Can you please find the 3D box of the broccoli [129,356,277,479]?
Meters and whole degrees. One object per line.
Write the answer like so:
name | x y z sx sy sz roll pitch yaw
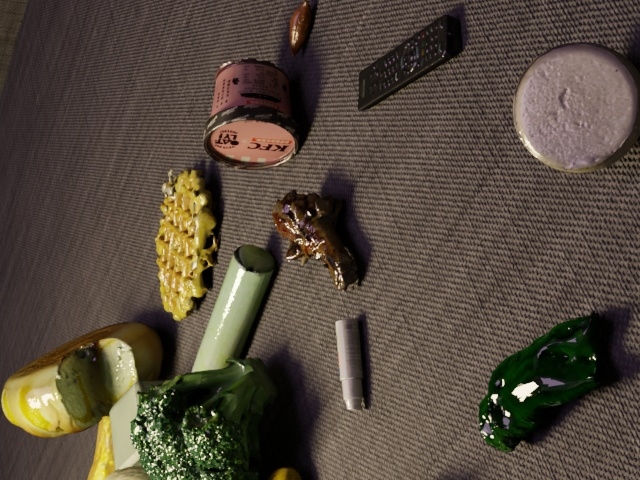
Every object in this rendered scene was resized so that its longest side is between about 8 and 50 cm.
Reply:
broccoli | -0.169 0.303 2.010 0.245 0.265 0.294 -45 22 9

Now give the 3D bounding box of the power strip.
power strip | -0.309 0.357 2.347 0.224 0.140 0.139 -44 50 53

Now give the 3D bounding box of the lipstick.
lipstick | -0.153 0.141 2.137 0.076 0.076 0.304 62 139 46

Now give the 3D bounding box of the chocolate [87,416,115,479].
chocolate | -0.394 0.552 2.505 0.162 0.162 0.445 -32 54 58

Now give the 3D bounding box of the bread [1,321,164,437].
bread | -0.460 0.279 2.482 0.333 0.333 0.160 -6 107 63

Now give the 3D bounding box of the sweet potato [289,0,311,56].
sweet potato | -0.033 -0.338 2.002 0.034 0.034 0.095 53 132 52

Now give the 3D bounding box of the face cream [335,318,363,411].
face cream | 0.043 0.178 1.789 0.034 0.034 0.130 -32 59 58

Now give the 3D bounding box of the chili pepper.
chili pepper | 0.239 0.152 1.375 0.224 0.061 0.098 124 147 -48

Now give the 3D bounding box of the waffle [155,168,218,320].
waffle | -0.255 0.007 2.376 0.280 0.060 0.262 -51 47 51

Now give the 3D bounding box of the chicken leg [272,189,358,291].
chicken leg | 0.000 -0.008 1.863 0.196 0.080 0.125 25 119 54

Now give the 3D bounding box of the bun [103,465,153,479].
bun | -0.268 0.557 2.139 0.352 0.227 0.348 143 126 -66

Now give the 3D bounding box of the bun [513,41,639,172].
bun | 0.276 -0.136 1.310 0.138 0.094 0.138 1 91 30

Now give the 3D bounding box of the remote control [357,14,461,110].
remote control | 0.114 -0.237 1.708 0.245 0.025 0.063 -23 66 61

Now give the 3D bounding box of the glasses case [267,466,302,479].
glasses case | -0.039 0.456 1.882 0.079 0.064 0.234 129 136 -53

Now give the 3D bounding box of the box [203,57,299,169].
box | -0.110 -0.207 2.021 0.151 0.151 0.135 137 139 -54
